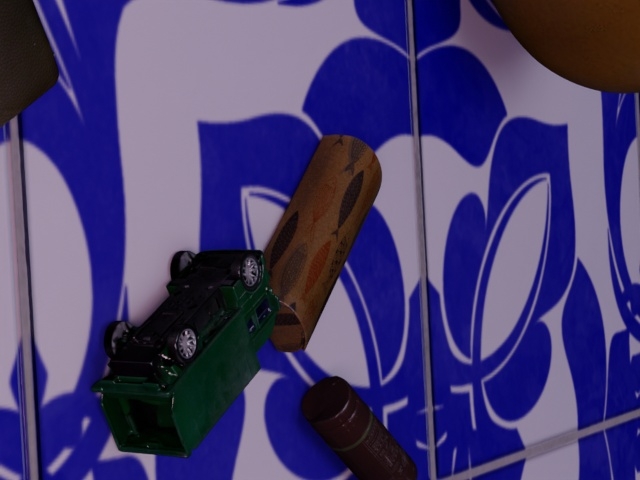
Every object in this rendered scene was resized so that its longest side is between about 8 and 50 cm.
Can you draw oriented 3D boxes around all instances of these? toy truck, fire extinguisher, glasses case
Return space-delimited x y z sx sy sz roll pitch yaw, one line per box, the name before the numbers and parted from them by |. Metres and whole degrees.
toy truck | -0.084 0.067 1.141 0.147 0.065 0.079 -52 133 -45
fire extinguisher | 0.039 0.159 1.353 0.157 0.045 0.078 51 26 -42
glasses case | 0.000 0.000 1.301 0.065 0.041 0.170 60 41 -37

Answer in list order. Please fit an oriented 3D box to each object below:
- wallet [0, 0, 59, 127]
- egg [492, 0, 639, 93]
wallet | -0.217 -0.159 0.976 0.110 0.031 0.198 -47 127 -48
egg | 0.267 -0.305 1.509 0.282 0.282 0.351 -8 99 -57
